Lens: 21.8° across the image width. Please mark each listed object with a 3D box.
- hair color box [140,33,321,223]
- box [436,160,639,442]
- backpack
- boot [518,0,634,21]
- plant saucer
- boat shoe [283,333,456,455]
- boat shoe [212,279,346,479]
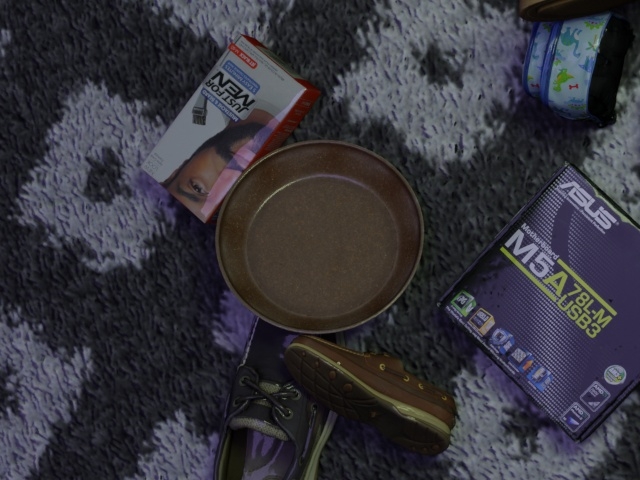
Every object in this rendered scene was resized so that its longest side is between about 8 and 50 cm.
[{"bbox_3d":[-0.089,-0.109,1.636,0.093,0.053,0.167,40,102,14],"label":"hair color box"},{"bbox_3d":[0.235,0.056,1.531,0.190,0.045,0.184,46,105,13],"label":"box"},{"bbox_3d":[0.229,-0.161,1.500,0.084,0.114,0.105,14,94,18],"label":"backpack"},{"bbox_3d":[0.259,-0.328,1.405,0.283,0.109,0.220,-28,82,12],"label":"boot"},{"bbox_3d":[0.000,0.000,1.585,0.199,0.036,0.198,-2,69,4],"label":"plant saucer"},{"bbox_3d":[0.048,0.136,1.563,0.178,0.060,0.064,30,142,-7],"label":"boat shoe"},{"bbox_3d":[-0.046,0.174,1.595,0.103,0.092,0.285,13,92,21],"label":"boat shoe"}]
